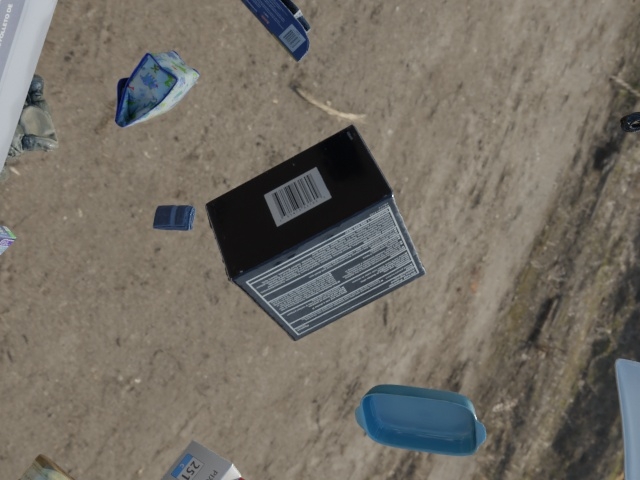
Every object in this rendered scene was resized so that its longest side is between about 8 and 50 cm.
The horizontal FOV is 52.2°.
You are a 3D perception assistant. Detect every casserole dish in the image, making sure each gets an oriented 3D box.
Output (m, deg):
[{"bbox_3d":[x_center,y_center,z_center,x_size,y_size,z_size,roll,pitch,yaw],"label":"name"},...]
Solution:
[{"bbox_3d":[0.143,0.254,0.940,0.037,0.188,0.114,-61,146,-51],"label":"casserole dish"}]

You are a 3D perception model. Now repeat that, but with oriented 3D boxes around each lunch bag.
[{"bbox_3d":[-0.323,-0.286,1.259,0.151,0.096,0.129,-48,-176,21],"label":"lunch bag"}]

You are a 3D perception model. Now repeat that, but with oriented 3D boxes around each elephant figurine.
[{"bbox_3d":[-0.564,-0.190,1.169,0.186,0.239,0.169,11,126,-28],"label":"elephant figurine"}]

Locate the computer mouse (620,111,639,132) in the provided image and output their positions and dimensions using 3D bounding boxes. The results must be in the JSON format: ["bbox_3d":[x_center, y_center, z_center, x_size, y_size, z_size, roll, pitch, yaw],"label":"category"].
[{"bbox_3d":[0.500,-0.095,0.956,0.042,0.106,0.193,-122,-155,-84],"label":"computer mouse"}]

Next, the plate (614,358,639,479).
[{"bbox_3d":[0.648,0.363,1.134,0.045,0.278,0.277,100,2,-54],"label":"plate"}]

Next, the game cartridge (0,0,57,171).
[{"bbox_3d":[-0.279,-0.121,0.442,0.294,0.060,0.196,-63,175,18],"label":"game cartridge"}]

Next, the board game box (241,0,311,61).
[{"bbox_3d":[-0.081,-0.376,1.041,0.060,0.194,0.194,-42,103,10],"label":"board game box"}]

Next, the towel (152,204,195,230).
[{"bbox_3d":[-0.374,-0.058,1.664,0.029,0.119,0.067,22,73,-59],"label":"towel"}]

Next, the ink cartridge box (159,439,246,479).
[{"bbox_3d":[-0.271,0.608,1.387,0.296,0.261,0.066,-50,138,-29],"label":"ink cartridge box"}]

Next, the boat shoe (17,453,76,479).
[{"bbox_3d":[-0.608,0.667,1.611,0.110,0.121,0.341,-50,117,-26],"label":"boat shoe"}]

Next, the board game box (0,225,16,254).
[{"bbox_3d":[-0.657,0.022,1.169,0.136,0.035,0.201,-45,171,0],"label":"board game box"}]

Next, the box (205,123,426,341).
[{"bbox_3d":[0.000,0.000,1.176,0.296,0.183,0.294,-27,145,4],"label":"box"}]
